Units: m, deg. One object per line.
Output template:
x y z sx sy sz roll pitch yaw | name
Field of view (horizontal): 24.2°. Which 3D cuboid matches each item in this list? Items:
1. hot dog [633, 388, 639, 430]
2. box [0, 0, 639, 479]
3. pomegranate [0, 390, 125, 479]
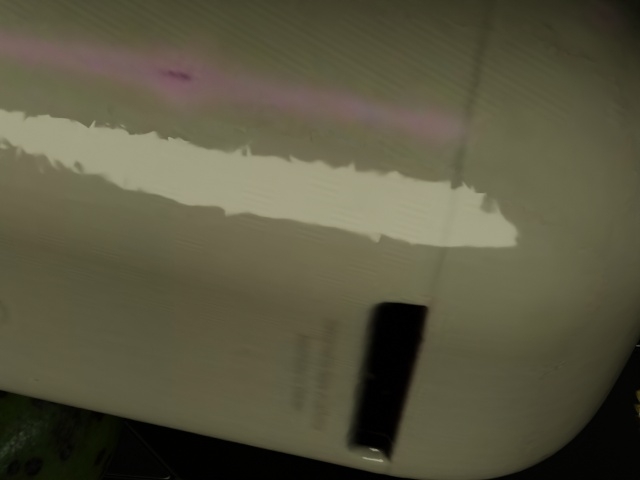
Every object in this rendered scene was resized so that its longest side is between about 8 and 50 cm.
0.260 0.069 0.756 0.163 0.082 0.270 17 151 -1 | hot dog
-0.040 -0.019 0.584 0.349 0.141 0.288 11 150 3 | box
-0.237 0.066 0.833 0.270 0.254 0.254 44 144 -9 | pomegranate
